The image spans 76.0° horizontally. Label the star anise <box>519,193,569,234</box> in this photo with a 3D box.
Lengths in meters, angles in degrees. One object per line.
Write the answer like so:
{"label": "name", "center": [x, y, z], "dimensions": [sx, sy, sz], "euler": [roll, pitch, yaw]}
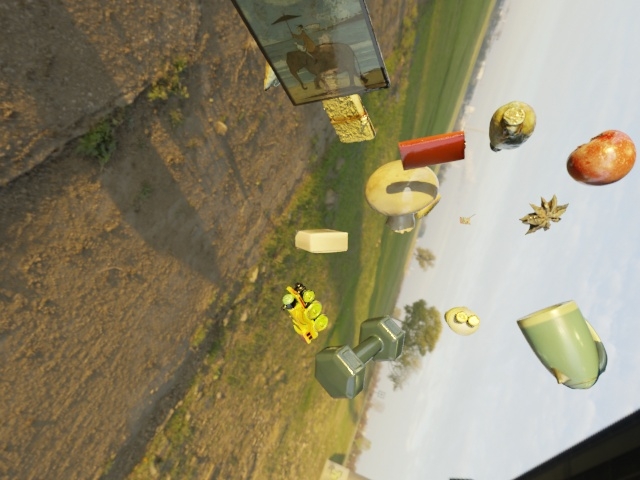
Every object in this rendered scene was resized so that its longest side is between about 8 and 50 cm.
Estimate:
{"label": "star anise", "center": [0.906, -0.095, 1.659], "dimensions": [0.061, 0.205, 0.180], "euler": [-109, -160, -53]}

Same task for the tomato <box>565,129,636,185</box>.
{"label": "tomato", "center": [1.256, -0.355, 1.831], "dimensions": [0.270, 0.227, 0.270], "euler": [-33, 174, -4]}

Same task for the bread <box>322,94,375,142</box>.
{"label": "bread", "center": [0.185, -0.634, 2.022], "dimensions": [0.198, 0.236, 0.263], "euler": [-40, 118, -19]}

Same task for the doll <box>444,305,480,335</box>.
{"label": "doll", "center": [0.606, 0.337, 1.783], "dimensions": [0.296, 0.142, 0.117], "euler": [0, 101, -83]}

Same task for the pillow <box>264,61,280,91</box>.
{"label": "pillow", "center": [-0.051, -0.629, 1.197], "dimensions": [0.310, 0.119, 0.312], "euler": [-49, 168, -31]}

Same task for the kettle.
{"label": "kettle", "center": [1.049, 0.437, 1.714], "dimensions": [0.320, 0.341, 0.247], "euler": [-17, 163, -20]}

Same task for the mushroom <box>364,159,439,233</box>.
{"label": "mushroom", "center": [0.339, -0.177, 1.678], "dimensions": [0.297, 0.298, 0.289], "euler": [-58, 137, -47]}

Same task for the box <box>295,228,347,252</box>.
{"label": "box", "center": [0.000, 0.000, 2.175], "dimensions": [0.252, 0.204, 0.106], "euler": [-162, -107, -67]}

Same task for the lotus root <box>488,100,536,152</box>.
{"label": "lotus root", "center": [0.793, -0.470, 1.715], "dimensions": [0.349, 0.175, 0.174], "euler": [28, 81, -77]}

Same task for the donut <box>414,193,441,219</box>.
{"label": "donut", "center": [0.514, -0.169, 1.986], "dimensions": [0.178, 0.065, 0.162], "euler": [-52, 158, 15]}

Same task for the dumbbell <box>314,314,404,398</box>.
{"label": "dumbbell", "center": [0.124, 0.345, 1.242], "dimensions": [0.316, 0.157, 0.143], "euler": [-20, 90, -50]}

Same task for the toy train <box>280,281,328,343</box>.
{"label": "toy train", "center": [-0.074, 0.322, 1.837], "dimensions": [0.161, 0.101, 0.296], "euler": [-38, 126, -19]}

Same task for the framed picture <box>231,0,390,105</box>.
{"label": "framed picture", "center": [-0.016, -0.438, 0.882], "dimensions": [0.347, 0.265, 0.016], "euler": [53, 42, -53]}

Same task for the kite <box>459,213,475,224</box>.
{"label": "kite", "center": [0.498, -0.076, 1.398], "dimensions": [0.078, 0.044, 0.002], "euler": [-49, 155, -38]}

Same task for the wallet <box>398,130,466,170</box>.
{"label": "wallet", "center": [0.362, -0.291, 1.329], "dimensions": [0.142, 0.205, 0.045], "euler": [53, 33, -60]}
